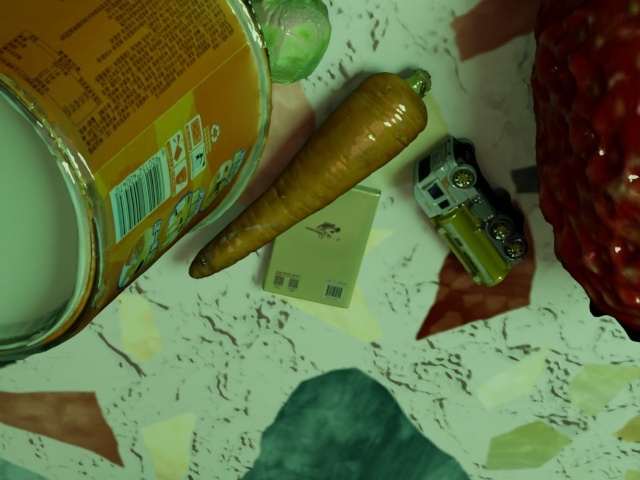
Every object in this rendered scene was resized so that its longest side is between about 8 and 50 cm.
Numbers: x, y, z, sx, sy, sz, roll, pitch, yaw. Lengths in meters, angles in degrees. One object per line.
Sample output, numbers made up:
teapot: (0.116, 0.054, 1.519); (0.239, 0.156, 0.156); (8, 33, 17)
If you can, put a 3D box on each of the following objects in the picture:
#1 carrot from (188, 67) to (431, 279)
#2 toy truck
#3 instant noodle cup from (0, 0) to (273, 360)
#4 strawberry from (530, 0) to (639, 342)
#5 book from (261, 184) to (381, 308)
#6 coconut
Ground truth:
carrot: (-0.012, -0.046, 0.861); (0.256, 0.061, 0.061); (-40, 111, 13)
toy truck: (0.121, -0.021, 0.887); (0.063, 0.052, 0.123); (-30, 115, 22)
instant noodle cup: (-0.199, -0.074, 0.732); (0.296, 0.214, 0.296); (10, 123, 15)
strawberry: (0.277, -0.088, 0.724); (0.292, 0.292, 0.310); (-21, 132, 11)
book: (0.000, 0.000, 0.918); (0.077, 0.014, 0.111); (13, 113, -6)
coconut: (-0.030, -0.154, 0.801); (0.083, 0.082, 0.081); (6, 123, -20)
